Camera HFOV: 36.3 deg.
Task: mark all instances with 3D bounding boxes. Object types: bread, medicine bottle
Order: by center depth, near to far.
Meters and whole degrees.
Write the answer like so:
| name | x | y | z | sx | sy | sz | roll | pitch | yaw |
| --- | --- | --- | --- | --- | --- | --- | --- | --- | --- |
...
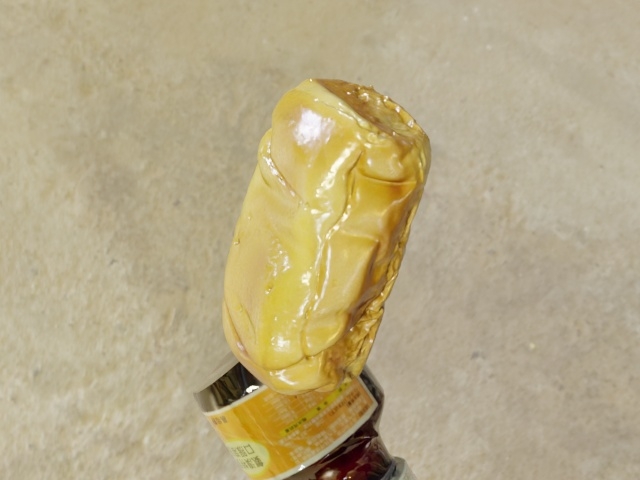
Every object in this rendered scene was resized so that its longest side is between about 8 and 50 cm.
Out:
| name | x | y | z | sx | sy | sz | roll | pitch | yaw |
| --- | --- | --- | --- | --- | --- | --- | --- | --- | --- |
| bread | 0.000 | 0.000 | 0.931 | 0.132 | 0.294 | 0.167 | 1 | 32 | -26 |
| medicine bottle | 0.012 | 0.297 | 1.410 | 0.242 | 0.242 | 0.395 | -39 | 94 | -34 |
